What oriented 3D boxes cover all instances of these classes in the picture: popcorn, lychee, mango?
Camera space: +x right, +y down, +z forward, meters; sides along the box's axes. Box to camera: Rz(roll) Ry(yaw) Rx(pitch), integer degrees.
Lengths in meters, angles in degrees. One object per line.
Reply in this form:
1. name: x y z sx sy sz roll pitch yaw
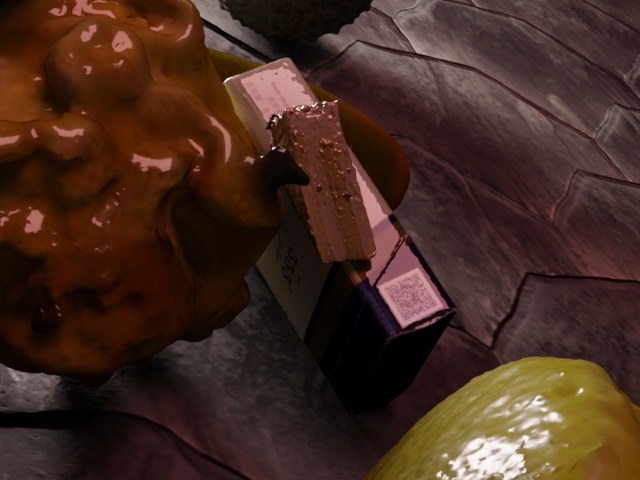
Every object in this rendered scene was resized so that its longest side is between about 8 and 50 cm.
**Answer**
1. popcorn: -0.144 -0.030 0.866 0.281 0.297 0.315 -9 44 22
2. lychee: -0.028 -0.381 1.534 0.255 0.255 0.274 25 22 -6
3. mango: -0.044 -0.103 1.192 0.289 0.129 0.146 32 30 -16

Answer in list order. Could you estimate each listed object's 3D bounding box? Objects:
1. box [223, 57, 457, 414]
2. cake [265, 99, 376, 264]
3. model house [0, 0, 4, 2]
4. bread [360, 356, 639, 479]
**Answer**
1. box: 0.000 0.000 0.988 0.071 0.168 0.259 -25 70 -23
2. cake: 0.003 -0.041 0.883 0.052 0.065 0.121 -15 70 -20
3. model house: -0.358 -0.266 0.749 0.340 0.300 0.323 -130 -165 -80
4. bread: 0.114 0.254 0.572 0.308 0.348 0.348 32 29 -7
